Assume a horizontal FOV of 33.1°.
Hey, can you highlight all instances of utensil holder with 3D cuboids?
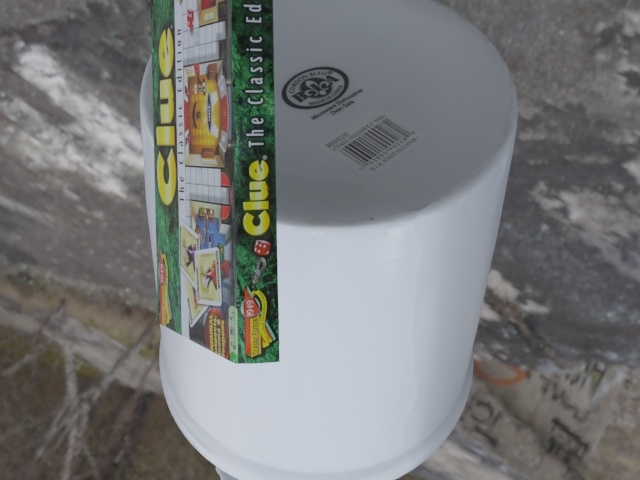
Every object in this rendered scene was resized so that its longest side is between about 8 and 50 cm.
[{"bbox_3d":[0.000,0.000,0.996,0.327,0.327,0.385,25,143,19],"label":"utensil holder"}]

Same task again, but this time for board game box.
[{"bbox_3d":[-0.061,-0.072,0.591,0.030,0.260,0.136,-3,-174,-23],"label":"board game box"}]

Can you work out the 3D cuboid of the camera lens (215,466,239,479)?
[{"bbox_3d":[-0.018,0.262,1.444,0.219,0.219,0.274,27,176,13],"label":"camera lens"}]
